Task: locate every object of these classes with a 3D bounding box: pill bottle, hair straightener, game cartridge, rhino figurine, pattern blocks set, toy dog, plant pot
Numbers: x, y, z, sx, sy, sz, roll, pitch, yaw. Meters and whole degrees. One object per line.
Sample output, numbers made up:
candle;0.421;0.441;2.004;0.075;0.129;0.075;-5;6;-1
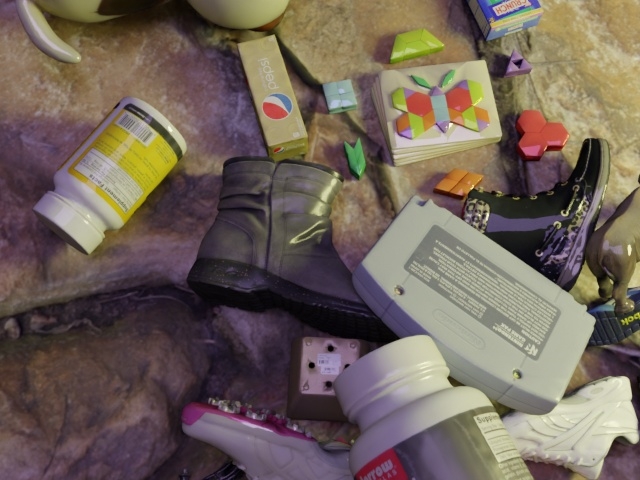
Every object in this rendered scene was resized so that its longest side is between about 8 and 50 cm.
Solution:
pill bottle;0.138;0.271;0.925;0.176;0.176;0.318;-24;66;-8
hair straightener;-0.147;0.324;1.076;0.230;0.047;0.089;-30;73;-11
game cartridge;0.193;0.083;1.081;0.294;0.060;0.196;36;47;7
pill bottle;-0.295;-0.090;1.190;0.119;0.119;0.208;34;74;12
rhino figurine;0.434;-0.015;1.159;0.073;0.106;0.243;5;38;45
pattern blocks set;0.178;-0.196;1.279;0.325;0.026;0.285;-22;71;-7
toy dog;-0.228;-0.441;1.239;0.408;0.284;0.395;11;71;2
plant pot;0.011;0.174;1.105;0.109;0.096;0.109;3;71;1

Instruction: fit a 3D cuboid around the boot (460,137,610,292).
boot;0.298;-0.058;1.195;0.179;0.085;0.236;17;74;8

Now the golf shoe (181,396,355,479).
golf shoe;-0.035;0.288;1.029;0.306;0.115;0.140;23;83;-11

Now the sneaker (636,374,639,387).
sneaker;0.452;0.224;1.103;0.086;0.085;0.237;4;71;30

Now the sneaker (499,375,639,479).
sneaker;0.306;0.255;1.081;0.232;0.090;0.115;-18;74;-5

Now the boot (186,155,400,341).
boot;0.000;0.000;1.161;0.338;0.118;0.222;16;67;4

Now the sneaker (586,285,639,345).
sneaker;0.409;0.100;1.159;0.144;0.059;0.053;-20;104;5

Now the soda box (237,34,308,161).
soda box;-0.072;-0.212;1.268;0.061;0.058;0.181;-15;71;-5

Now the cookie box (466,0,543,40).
cookie box;0.284;-0.379;1.338;0.092;0.040;0.107;-19;72;-8
